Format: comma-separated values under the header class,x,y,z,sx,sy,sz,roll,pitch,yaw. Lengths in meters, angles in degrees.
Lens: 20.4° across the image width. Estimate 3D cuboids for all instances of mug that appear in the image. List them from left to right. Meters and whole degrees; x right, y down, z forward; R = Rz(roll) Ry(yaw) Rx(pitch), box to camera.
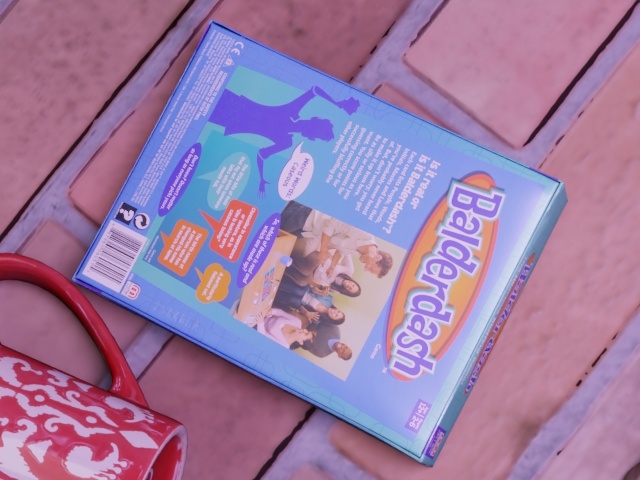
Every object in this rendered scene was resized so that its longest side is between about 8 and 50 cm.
class,x,y,z,sx,sy,sz,roll,pitch,yaw
mug,-0.157,0.091,0.909,0.169,0.113,0.150,20,94,11

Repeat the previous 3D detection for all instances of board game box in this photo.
class,x,y,z,sx,sy,sz,roll,pitch,yaw
board game box,0.000,0.000,0.929,0.210,0.047,0.160,27,85,16

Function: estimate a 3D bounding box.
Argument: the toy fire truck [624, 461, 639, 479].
class,x,y,z,sx,sy,sz,roll,pitch,yaw
toy fire truck,0.057,0.178,0.833,0.246,0.217,0.158,3,75,-31
